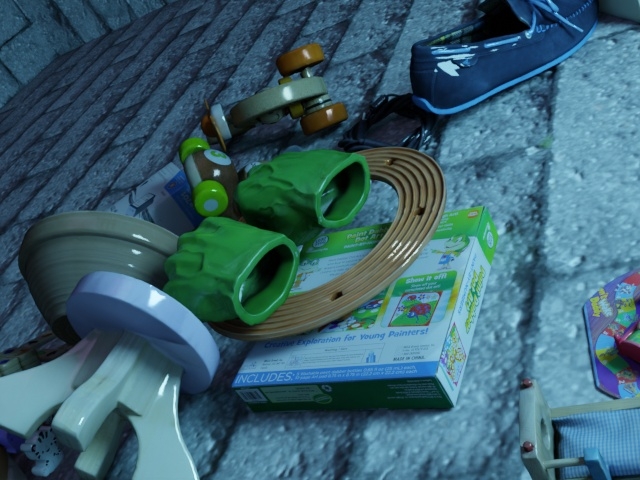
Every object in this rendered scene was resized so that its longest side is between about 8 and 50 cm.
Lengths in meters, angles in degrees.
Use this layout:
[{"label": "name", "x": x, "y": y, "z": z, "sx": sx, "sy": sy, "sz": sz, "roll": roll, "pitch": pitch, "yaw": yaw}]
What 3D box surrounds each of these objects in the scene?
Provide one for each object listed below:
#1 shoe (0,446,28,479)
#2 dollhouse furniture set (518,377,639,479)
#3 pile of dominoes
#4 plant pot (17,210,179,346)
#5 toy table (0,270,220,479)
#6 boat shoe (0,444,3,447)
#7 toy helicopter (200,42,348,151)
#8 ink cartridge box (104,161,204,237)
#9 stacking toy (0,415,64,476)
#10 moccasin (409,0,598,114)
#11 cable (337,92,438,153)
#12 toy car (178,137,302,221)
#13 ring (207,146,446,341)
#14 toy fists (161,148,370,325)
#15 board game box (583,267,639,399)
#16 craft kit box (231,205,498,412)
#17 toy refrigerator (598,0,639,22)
[{"label": "shoe", "x": -0.379, "y": 0.319, "z": 0.872, "sx": 0.076, "sy": 0.058, "sz": 0.219, "roll": -47, "pitch": 29, "yaw": -6}, {"label": "dollhouse furniture set", "x": 0.203, "y": 0.183, "z": 0.449, "sx": 0.129, "sy": 0.129, "sz": 0.184, "roll": -16, "pitch": 34, "yaw": 26}, {"label": "pile of dominoes", "x": -0.374, "y": 0.143, "z": 1.033, "sx": 0.196, "sy": 0.040, "sz": 0.251, "roll": -5, "pitch": 16, "yaw": 32}, {"label": "plant pot", "x": -0.273, "y": 0.072, "z": 0.948, "sx": 0.237, "sy": 0.237, "sz": 0.110, "roll": -16, "pitch": 51, "yaw": 26}, {"label": "toy table", "x": -0.217, "y": 0.163, "z": 0.790, "sx": 0.252, "sy": 0.274, "sz": 0.161, "roll": 17, "pitch": 60, "yaw": 12}, {"label": "boat shoe", "x": -0.517, "y": 0.224, "z": 1.096, "sx": 0.119, "sy": 0.121, "sz": 0.335, "roll": -30, "pitch": 41, "yaw": -11}, {"label": "toy helicopter", "x": -0.132, "y": -0.218, "z": 1.330, "sx": 0.235, "sy": 0.140, "sz": 0.355, "roll": -26, "pitch": 8, "yaw": -29}, {"label": "ink cartridge box", "x": -0.297, "y": -0.037, "z": 1.282, "sx": 0.190, "sy": 0.082, "sz": 0.139, "roll": -37, "pitch": 30, "yaw": -10}, {"label": "stacking toy", "x": -0.356, "y": 0.210, "z": 0.937, "sx": 0.167, "sy": 0.052, "sz": 0.221, "roll": -4, "pitch": 23, "yaw": 24}, {"label": "moccasin", "x": 0.277, "y": -0.301, "z": 1.068, "sx": 0.342, "sy": 0.117, "sz": 0.137, "roll": -35, "pitch": 35, "yaw": -22}, {"label": "cable", "x": 0.104, "y": -0.174, "z": 1.142, "sx": 0.150, "sy": 0.047, "sz": 0.184, "roll": -33, "pitch": 31, "yaw": -5}, {"label": "toy car", "x": -0.106, "y": -0.095, "z": 1.148, "sx": 0.188, "sy": 0.149, "sz": 0.155, "roll": -21, "pitch": 42, "yaw": -4}, {"label": "ring", "x": 0.000, "y": 0.000, "z": 0.901, "sx": 0.336, "sy": 0.032, "sz": 0.337, "roll": -23, "pitch": 31, "yaw": 15}, {"label": "toy fists", "x": -0.063, "y": -0.010, "z": 0.854, "sx": 0.142, "sy": 0.096, "sz": 0.279, "roll": 13, "pitch": 50, "yaw": 38}, {"label": "board game box", "x": 0.294, "y": 0.065, "z": 0.634, "sx": 0.133, "sy": 0.033, "sz": 0.169, "roll": -17, "pitch": 33, "yaw": 24}, {"label": "craft kit box", "x": 0.054, "y": 0.076, "z": 0.822, "sx": 0.250, "sy": 0.061, "sz": 0.247, "roll": -9, "pitch": 40, "yaw": 34}, {"label": "toy refrigerator", "x": 0.446, "y": -0.424, "z": 1.143, "sx": 0.102, "sy": 0.094, "sz": 0.269, "roll": -32, "pitch": 30, "yaw": 1}]
